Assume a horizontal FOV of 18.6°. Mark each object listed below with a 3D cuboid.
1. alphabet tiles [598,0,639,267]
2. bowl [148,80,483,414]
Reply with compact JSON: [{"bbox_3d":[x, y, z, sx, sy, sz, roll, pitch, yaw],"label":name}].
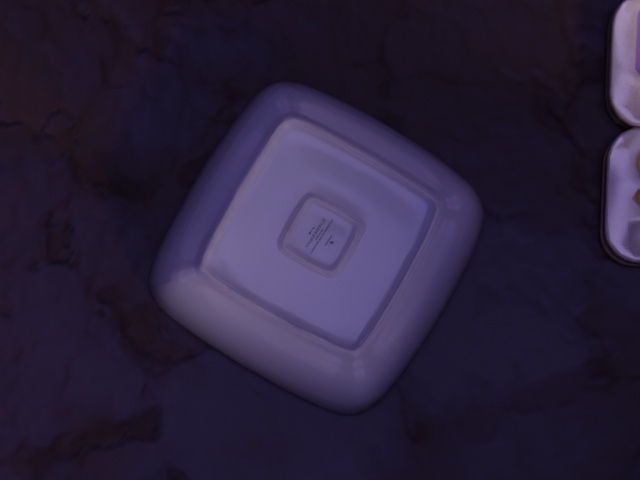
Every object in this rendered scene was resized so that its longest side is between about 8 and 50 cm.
[{"bbox_3d":[0.285,-0.047,0.992,0.284,0.021,0.278,4,82,-1],"label":"alphabet tiles"},{"bbox_3d":[0.000,0.000,0.962,0.142,0.053,0.142,31,82,2],"label":"bowl"}]
